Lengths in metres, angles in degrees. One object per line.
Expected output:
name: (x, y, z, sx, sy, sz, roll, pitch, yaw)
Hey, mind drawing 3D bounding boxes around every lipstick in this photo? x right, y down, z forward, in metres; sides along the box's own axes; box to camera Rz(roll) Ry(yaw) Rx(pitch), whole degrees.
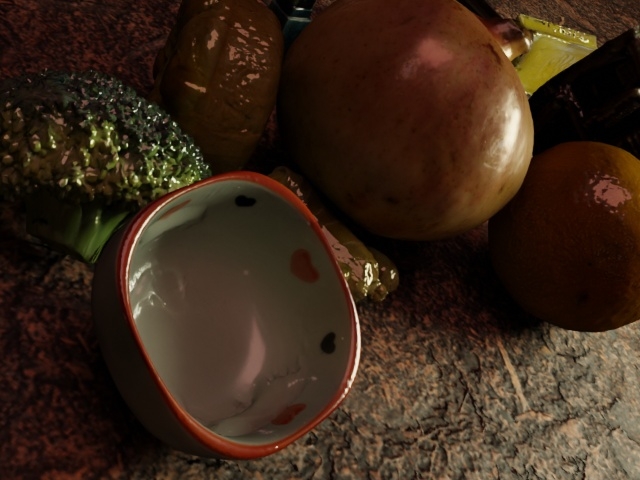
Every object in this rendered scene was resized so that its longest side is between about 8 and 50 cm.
lipstick: (-0.015, -0.370, 1.178, 0.051, 0.312, 0.051, -7, 52, -42)

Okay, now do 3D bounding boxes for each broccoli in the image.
broccoli: (-0.223, -0.075, 0.809, 0.226, 0.176, 0.198, 49, -11, -26)

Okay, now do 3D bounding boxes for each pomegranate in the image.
pomegranate: (0.113, -0.167, 1.024, 0.338, 0.338, 0.338, 21, 38, -17)

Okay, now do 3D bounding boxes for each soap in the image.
soap: (0.449, -0.353, 1.661, 0.233, 0.135, 0.076, 3, 46, -35)

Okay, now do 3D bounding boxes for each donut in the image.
donut: (-0.126, -0.186, 0.978, 0.128, 0.208, 0.261, 20, 43, -19)

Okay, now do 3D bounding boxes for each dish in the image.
dish: (-0.093, 0.071, 0.748, 0.256, 0.117, 0.256, 18, 63, -38)

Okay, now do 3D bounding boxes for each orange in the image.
orange: (0.349, -0.007, 1.104, 0.264, 0.264, 0.264, 21, 38, -17)

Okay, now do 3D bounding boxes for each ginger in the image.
ginger: (0.002, 0.010, 0.959, 0.205, 0.081, 0.115, 37, 48, -6)

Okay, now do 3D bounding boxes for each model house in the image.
model house: (0.436, -0.114, 1.262, 0.297, 0.317, 0.283, -14, 77, -52)

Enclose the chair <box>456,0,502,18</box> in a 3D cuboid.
chair: (0.248, -0.324, 1.441, 0.319, 0.186, 0.160, -3, 44, -36)
